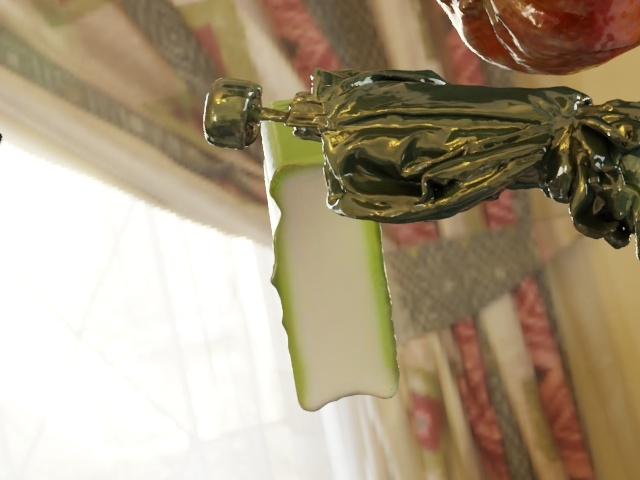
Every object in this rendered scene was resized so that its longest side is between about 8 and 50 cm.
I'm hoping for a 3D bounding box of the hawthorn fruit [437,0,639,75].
[{"bbox_3d":[0.205,-0.257,1.129,0.272,0.242,0.242,-30,9,-23],"label":"hawthorn fruit"}]

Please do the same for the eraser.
[{"bbox_3d":[0.000,0.000,1.278,0.092,0.210,0.274,-8,14,-1],"label":"eraser"}]

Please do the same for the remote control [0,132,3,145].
[{"bbox_3d":[-0.302,-0.088,1.212,0.091,0.034,0.016,25,-26,-32],"label":"remote control"}]

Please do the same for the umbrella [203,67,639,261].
[{"bbox_3d":[0.093,-0.058,0.991,0.349,0.094,0.143,6,22,10],"label":"umbrella"}]
